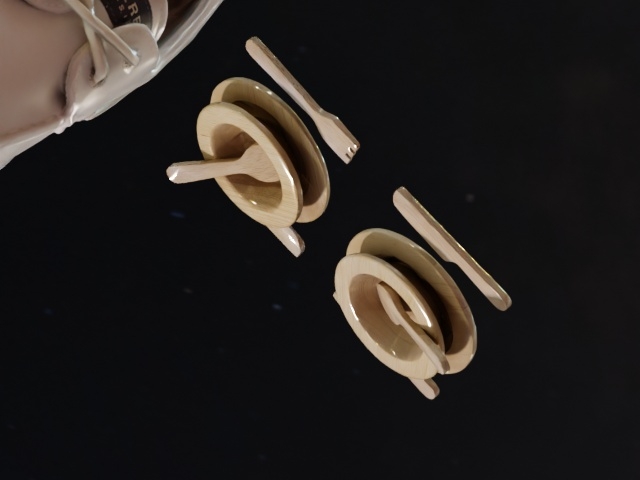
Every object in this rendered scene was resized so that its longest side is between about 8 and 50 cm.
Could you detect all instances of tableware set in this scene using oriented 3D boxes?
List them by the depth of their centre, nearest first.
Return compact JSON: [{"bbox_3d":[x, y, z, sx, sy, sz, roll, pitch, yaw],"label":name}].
[{"bbox_3d":[0.000,0.000,0.929,0.039,0.128,0.194,-38,-102,-28],"label":"tableware set"}]

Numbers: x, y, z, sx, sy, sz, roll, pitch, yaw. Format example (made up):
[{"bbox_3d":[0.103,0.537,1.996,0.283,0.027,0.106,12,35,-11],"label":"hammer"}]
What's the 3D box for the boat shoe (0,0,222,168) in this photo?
[{"bbox_3d":[-0.103,-0.091,0.737,0.267,0.088,0.096,-43,-61,-56],"label":"boat shoe"}]
